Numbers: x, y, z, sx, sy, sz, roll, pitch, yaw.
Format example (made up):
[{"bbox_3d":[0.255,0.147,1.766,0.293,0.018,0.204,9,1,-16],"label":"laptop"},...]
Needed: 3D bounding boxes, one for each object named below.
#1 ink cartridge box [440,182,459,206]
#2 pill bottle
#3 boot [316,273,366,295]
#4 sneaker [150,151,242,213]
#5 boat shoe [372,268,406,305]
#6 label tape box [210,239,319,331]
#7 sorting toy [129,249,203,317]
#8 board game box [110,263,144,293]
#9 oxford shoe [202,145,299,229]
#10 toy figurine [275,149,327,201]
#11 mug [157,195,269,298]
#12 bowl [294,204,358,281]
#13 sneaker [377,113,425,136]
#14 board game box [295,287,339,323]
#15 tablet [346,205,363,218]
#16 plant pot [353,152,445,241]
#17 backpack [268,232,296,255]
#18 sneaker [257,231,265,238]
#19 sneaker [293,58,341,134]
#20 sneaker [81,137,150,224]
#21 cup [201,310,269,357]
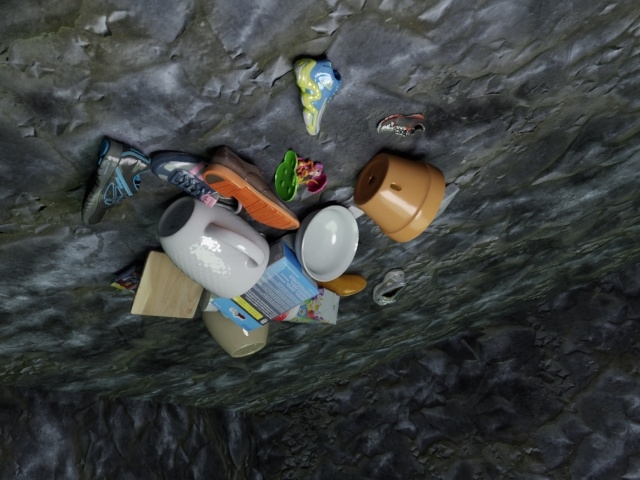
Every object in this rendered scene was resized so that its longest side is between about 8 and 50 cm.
[{"bbox_3d":[0.431,-0.104,1.863,0.223,0.045,0.224,-33,161,-31],"label":"ink cartridge box"},{"bbox_3d":[-0.304,0.228,2.026,0.407,0.229,0.229,8,142,-30],"label":"pill bottle"},{"bbox_3d":[0.077,0.186,2.217,0.294,0.104,0.211,-6,154,0],"label":"boot"},{"bbox_3d":[-0.372,-0.175,1.455,0.318,0.131,0.112,14,139,-36],"label":"sneaker"},{"bbox_3d":[0.365,0.267,2.464,0.118,0.103,0.320,-1,146,-20],"label":"boat shoe"},{"bbox_3d":[-0.218,0.188,1.826,0.347,0.115,0.249,-30,129,13],"label":"label tape box"},{"bbox_3d":[-0.596,0.164,1.844,0.255,0.089,0.257,13,103,-40],"label":"sorting toy"},{"bbox_3d":[-0.711,0.150,1.906,0.194,0.060,0.194,-28,146,20],"label":"board game box"},{"bbox_3d":[-0.192,-0.160,1.482,0.129,0.133,0.363,-14,140,42],"label":"oxford shoe"},{"bbox_3d":[-0.047,-0.219,1.564,0.159,0.130,0.173,-7,126,-36],"label":"toy figurine"},{"bbox_3d":[-0.344,0.013,1.575,0.374,0.276,0.328,9,154,41],"label":"mug"},{"bbox_3d":[0.000,0.000,1.814,0.134,0.298,0.297,18,175,44],"label":"bowl"},{"bbox_3d":[0.259,-0.357,1.473,0.157,0.065,0.061,-12,148,-3],"label":"sneaker"},{"bbox_3d":[-0.067,0.313,2.241,0.275,0.144,0.142,-5,157,36],"label":"board game box"},{"bbox_3d":[0.132,-0.112,1.868,0.054,0.006,0.083,-35,142,31],"label":"tablet"},{"bbox_3d":[0.249,-0.164,1.599,0.203,0.291,0.291,24,134,-23],"label":"plant pot"},{"bbox_3d":[-0.129,0.062,1.920,0.188,0.144,0.166,-35,138,18],"label":"backpack"},{"bbox_3d":[-0.349,0.058,1.844,0.290,0.123,0.106,-45,146,-8],"label":"sneaker"},{"bbox_3d":[0.004,-0.394,1.292,0.126,0.091,0.240,-14,148,-1],"label":"sneaker"},{"bbox_3d":[-0.622,-0.149,1.401,0.139,0.125,0.341,14,139,-33],"label":"sneaker"},{"bbox_3d":[-0.375,0.413,2.230,0.330,0.237,0.331,-20,156,-9],"label":"cup"}]
